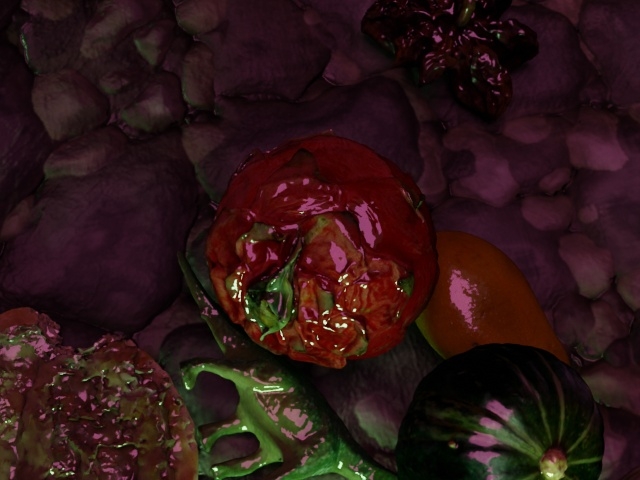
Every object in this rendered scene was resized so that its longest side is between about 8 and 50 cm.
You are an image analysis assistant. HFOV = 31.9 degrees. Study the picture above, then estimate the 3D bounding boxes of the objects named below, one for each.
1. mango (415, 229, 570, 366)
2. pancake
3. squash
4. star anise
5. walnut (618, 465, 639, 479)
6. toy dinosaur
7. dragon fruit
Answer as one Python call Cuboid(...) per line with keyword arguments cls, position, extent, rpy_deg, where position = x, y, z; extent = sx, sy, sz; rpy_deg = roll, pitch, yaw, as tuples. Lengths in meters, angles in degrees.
Cuboid(cls="mango", position=(0.182, 0.086, 1.241), extent=(0.136, 0.099, 0.227), rpy_deg=(-39, 83, -24))
Cuboid(cls="pancake", position=(-0.306, 0.241, 1.149), extent=(0.382, 0.071, 0.382), rpy_deg=(-1, 61, 2))
Cuboid(cls="squash", position=(0.178, 0.207, 1.114), extent=(0.172, 0.218, 0.218), rpy_deg=(13, 59, 48))
Cuboid(cls="star anise", position=(0.159, -0.253, 1.365), extent=(0.220, 0.126, 0.190), rpy_deg=(21, 72, 3))
Cuboid(cls="walnut", position=(0.368, 0.326, 1.077), extent=(0.248, 0.248, 0.248), rpy_deg=(1, 67, -3))
Cuboid(cls="toy dinosaur", position=(0.018, 0.177, 1.200), extent=(0.301, 0.087, 0.447), rpy_deg=(-17, 74, -11))
Cuboid(cls="dragon fruit", position=(0.000, 0.000, 1.172), extent=(0.244, 0.244, 0.299), rpy_deg=(-9, 35, -7))
